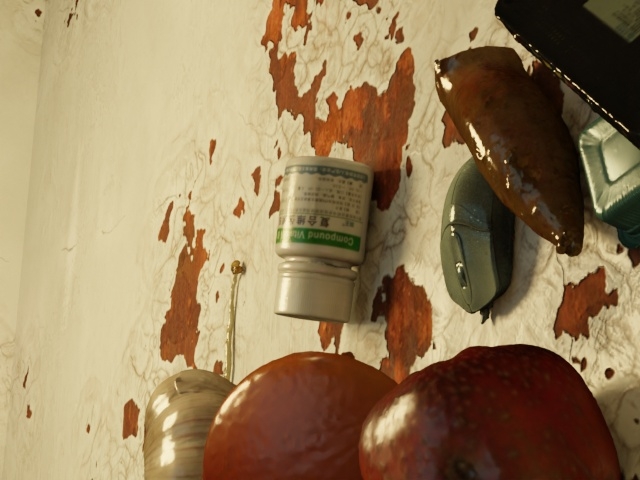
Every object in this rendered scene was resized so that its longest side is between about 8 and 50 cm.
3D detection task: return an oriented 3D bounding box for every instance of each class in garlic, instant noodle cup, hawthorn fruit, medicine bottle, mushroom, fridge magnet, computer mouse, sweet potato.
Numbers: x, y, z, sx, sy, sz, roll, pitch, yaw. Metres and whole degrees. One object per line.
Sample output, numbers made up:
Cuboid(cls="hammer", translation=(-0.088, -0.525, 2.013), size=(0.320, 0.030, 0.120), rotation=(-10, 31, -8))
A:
Cuboid(cls="garlic", translation=(-0.173, 0.354, 2.062), size=(0.322, 0.241, 0.322), rotation=(29, 124, 58))
Cuboid(cls="instant noodle cup", translation=(0.348, -0.093, 1.412), size=(0.179, 0.070, 0.157), rotation=(-42, 47, 48))
Cuboid(cls="hawthorn fruit", translation=(0.188, 0.245, 1.396), size=(0.275, 0.275, 0.300), rotation=(-61, 42, 31))
Cuboid(cls="medicine bottle", translation=(0.000, 0.000, 1.968), size=(0.139, 0.139, 0.237), rotation=(-3, 77, 62))
Cuboid(cls="mushroom", translation=(-0.160, 0.176, 2.344), size=(0.026, 0.028, 0.286), rotation=(2, 81, 20))
Cuboid(cls="fridge magnet", translation=(0.011, 0.320, 1.701), size=(0.363, 0.155, 0.363), rotation=(3, 97, 27))
Cuboid(cls="computer mouse", translation=(0.192, -0.010, 1.679), size=(0.113, 0.068, 0.229), rotation=(-18, 65, 61))
Cuboid(cls="sweet potato", translation=(0.240, -0.110, 1.563), size=(0.131, 0.131, 0.337), rotation=(-62, 33, 30))

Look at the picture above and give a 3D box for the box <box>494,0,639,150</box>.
Cuboid(cls="box", translation=(0.337, -0.237, 1.398), size=(0.211, 0.058, 0.350), rotation=(-41, 37, 6))
